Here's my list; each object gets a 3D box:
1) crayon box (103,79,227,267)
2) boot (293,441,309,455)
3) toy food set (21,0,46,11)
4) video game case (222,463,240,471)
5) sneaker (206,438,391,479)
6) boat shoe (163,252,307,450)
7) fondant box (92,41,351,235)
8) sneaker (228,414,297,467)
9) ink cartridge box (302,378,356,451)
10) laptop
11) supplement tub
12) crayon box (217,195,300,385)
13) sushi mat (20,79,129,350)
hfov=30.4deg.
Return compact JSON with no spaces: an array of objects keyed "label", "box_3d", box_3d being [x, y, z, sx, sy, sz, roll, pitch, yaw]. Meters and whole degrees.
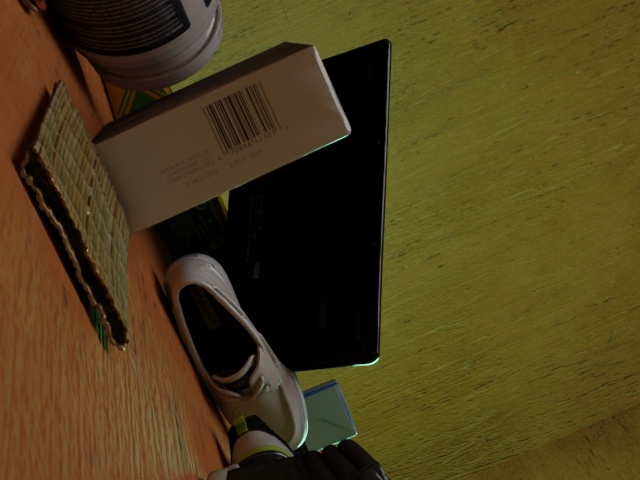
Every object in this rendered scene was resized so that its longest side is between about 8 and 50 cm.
[{"label":"crayon box","box_3d":[-0.213,-0.126,1.610,0.202,0.081,0.318,68,-2,-48]},{"label":"boot","box_3d":[-0.028,0.315,1.500,0.161,0.083,0.246,-148,-144,-77]},{"label":"toy food set","box_3d":[-0.281,-0.254,1.112,0.083,0.020,0.082,-121,-172,-73]},{"label":"video game case","box_3d":[-0.036,0.326,1.093,0.173,0.022,0.190,69,-2,-46]},{"label":"sneaker","box_3d":[0.003,0.240,0.867,0.296,0.147,0.104,-114,-176,-66]},{"label":"boat shoe","box_3d":[-0.093,0.137,1.267,0.258,0.095,0.084,57,6,-19]},{"label":"fondant box","box_3d":[-0.111,-0.118,1.240,0.330,0.238,0.096,-123,-171,-79]},{"label":"sneaker","box_3d":[-0.036,0.258,1.239,0.235,0.084,0.097,69,-4,-46]},{"label":"ink cartridge box","box_3d":[-0.024,0.261,1.701,0.231,0.134,0.078,87,-19,-85]},{"label":"laptop","box_3d":[0.000,0.000,1.526,0.236,0.408,0.382,17,70,-43]},{"label":"supplement tub","box_3d":[-0.219,-0.310,1.286,0.272,0.191,0.191,71,-4,-57]},{"label":"crayon box","box_3d":[-0.136,0.071,1.793,0.203,0.083,0.323,-115,-178,-55]},{"label":"sushi mat","box_3d":[-0.182,-0.033,0.912,0.316,0.019,0.151,-121,-173,-72]}]
